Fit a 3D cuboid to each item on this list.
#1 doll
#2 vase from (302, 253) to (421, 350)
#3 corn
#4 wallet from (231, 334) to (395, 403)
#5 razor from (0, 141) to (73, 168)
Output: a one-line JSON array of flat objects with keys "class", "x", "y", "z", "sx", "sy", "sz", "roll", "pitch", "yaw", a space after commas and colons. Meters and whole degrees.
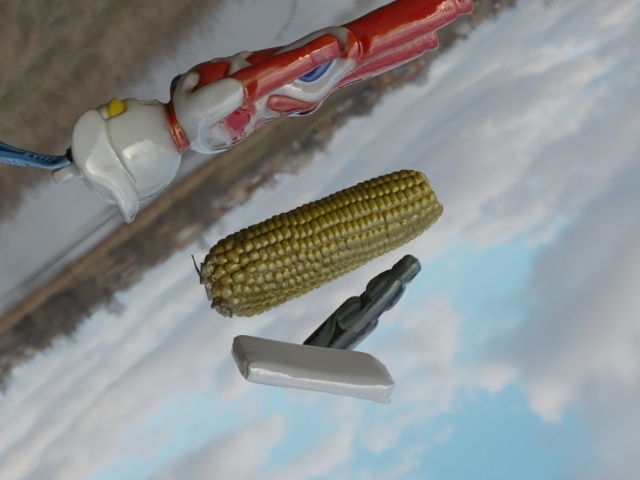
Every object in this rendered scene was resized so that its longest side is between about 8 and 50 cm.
[{"class": "doll", "x": -0.055, "y": -0.130, "z": 0.990, "sx": 0.384, "sy": 0.099, "sz": 0.188, "roll": -28, "pitch": 180, "yaw": -11}, {"class": "vase", "x": 0.064, "y": 0.099, "z": 1.594, "sx": 0.211, "sy": 0.060, "sz": 0.060, "roll": -45, "pitch": -175, "yaw": 15}, {"class": "corn", "x": 0.000, "y": 0.000, "z": 1.351, "sx": 0.305, "sy": 0.106, "sz": 0.106, "roll": -24, "pitch": -174, "yaw": -6}, {"class": "wallet", "x": -0.007, "y": 0.145, "z": 1.273, "sx": 0.095, "sy": 0.190, "sz": 0.033, "roll": -129, "pitch": -129, "yaw": -64}, {"class": "razor", "x": -0.396, "y": -0.116, "z": 1.438, "sx": 0.253, "sy": 0.042, "sz": 0.082, "roll": 7, "pitch": -151, "yaw": 20}]
